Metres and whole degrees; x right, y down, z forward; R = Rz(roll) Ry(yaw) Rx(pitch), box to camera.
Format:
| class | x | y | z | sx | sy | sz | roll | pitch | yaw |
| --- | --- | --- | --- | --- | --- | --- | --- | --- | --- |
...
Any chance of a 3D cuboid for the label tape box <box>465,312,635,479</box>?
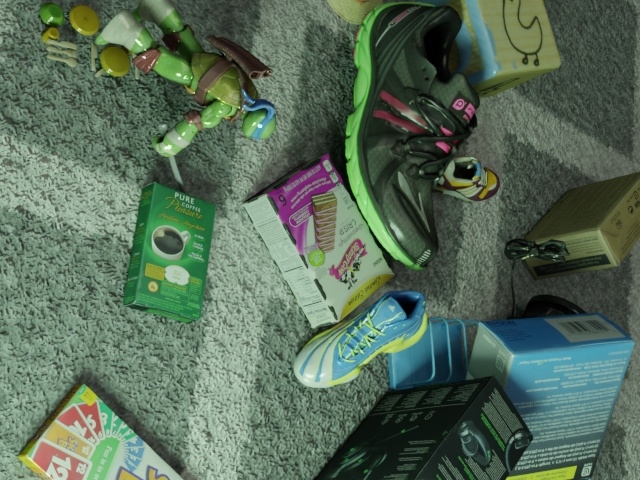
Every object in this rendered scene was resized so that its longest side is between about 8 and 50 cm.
| class | x | y | z | sx | sy | sz | roll | pitch | yaw |
| --- | --- | --- | --- | --- | --- | --- | --- | --- | --- |
| label tape box | 0.355 | 0.300 | 1.798 | 0.249 | 0.115 | 0.347 | -3 | 118 | -26 |

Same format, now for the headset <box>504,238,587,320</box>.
| class | x | y | z | sx | sy | sz | roll | pitch | yaw |
| --- | --- | --- | --- | --- | --- | --- | --- | --- | --- |
| headset | 0.408 | 0.182 | 1.924 | 0.243 | 0.185 | 0.394 | -30 | 109 | -40 |

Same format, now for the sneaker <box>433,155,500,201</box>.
| class | x | y | z | sx | sy | sz | roll | pitch | yaw |
| --- | --- | --- | --- | --- | --- | --- | --- | --- | --- |
| sneaker | 0.278 | -0.114 | 1.965 | 0.185 | 0.084 | 0.069 | 2 | 76 | -39 |

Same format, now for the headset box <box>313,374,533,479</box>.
| class | x | y | z | sx | sy | sz | roll | pitch | yaw |
| --- | --- | --- | --- | --- | --- | --- | --- | --- | --- |
| headset box | 0.138 | 0.351 | 1.616 | 0.283 | 0.246 | 0.131 | -44 | 106 | -39 |

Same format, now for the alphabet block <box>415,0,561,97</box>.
| class | x | y | z | sx | sy | sz | roll | pitch | yaw |
| --- | --- | --- | --- | --- | --- | --- | --- | --- | --- |
| alphabet block | 0.290 | -0.369 | 1.975 | 0.197 | 0.193 | 0.192 | -15 | 90 | -41 |

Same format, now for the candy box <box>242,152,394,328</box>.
| class | x | y | z | sx | sy | sz | roll | pitch | yaw |
| --- | --- | --- | --- | --- | --- | --- | --- | --- | --- |
| candy box | 0.000 | 0.000 | 1.715 | 0.159 | 0.071 | 0.233 | -37 | 103 | -40 |

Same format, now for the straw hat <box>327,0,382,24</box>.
| class | x | y | z | sx | sy | sz | roll | pitch | yaw |
| --- | --- | --- | --- | --- | --- | --- | --- | --- | --- |
| straw hat | 0.076 | -0.458 | 1.909 | 0.144 | 0.061 | 0.144 | 11 | 72 | -37 |

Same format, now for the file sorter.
| class | x | y | z | sx | sy | sz | roll | pitch | yaw |
| --- | --- | --- | --- | --- | --- | --- | --- | --- | --- |
| file sorter | 0.210 | 0.190 | 1.813 | 0.170 | 0.104 | 0.118 | 7 | 73 | -37 |

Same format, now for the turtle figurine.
| class | x | y | z | sx | sy | sz | roll | pitch | yaw |
| --- | --- | --- | --- | --- | --- | --- | --- | --- | --- |
| turtle figurine | -0.201 | -0.214 | 1.570 | 0.266 | 0.275 | 0.198 | 46 | 76 | -5 |

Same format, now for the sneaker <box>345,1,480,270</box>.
| class | x | y | z | sx | sy | sz | roll | pitch | yaw |
| --- | --- | --- | --- | --- | --- | --- | --- | --- | --- |
| sneaker | 0.162 | -0.190 | 1.796 | 0.185 | 0.202 | 0.482 | 25 | 62 | -59 |

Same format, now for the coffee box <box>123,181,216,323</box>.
| class | x | y | z | sx | sy | sz | roll | pitch | yaw |
| --- | --- | --- | --- | --- | --- | --- | --- | --- | --- |
| coffee box | -0.216 | 0.018 | 1.553 | 0.113 | 0.040 | 0.184 | 19 | 67 | -35 |

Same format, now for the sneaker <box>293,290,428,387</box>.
| class | x | y | z | sx | sy | sz | roll | pitch | yaw |
| --- | --- | --- | --- | --- | --- | --- | --- | --- | --- |
| sneaker | 0.066 | 0.138 | 1.666 | 0.240 | 0.126 | 0.091 | -25 | 61 | -26 |

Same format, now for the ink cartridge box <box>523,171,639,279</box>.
| class | x | y | z | sx | sy | sz | roll | pitch | yaw |
| --- | --- | --- | --- | --- | --- | --- | --- | --- | --- |
| ink cartridge box | 0.523 | -0.029 | 2.070 | 0.235 | 0.193 | 0.088 | -41 | 107 | -38 |

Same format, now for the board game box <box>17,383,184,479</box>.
| class | x | y | z | sx | sy | sz | roll | pitch | yaw |
| --- | --- | --- | --- | --- | --- | --- | --- | --- | --- |
| board game box | -0.269 | 0.324 | 1.433 | 0.259 | 0.039 | 0.124 | 50 | 53 | -21 |

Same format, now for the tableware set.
| class | x | y | z | sx | sy | sz | roll | pitch | yaw |
| --- | --- | --- | --- | --- | --- | --- | --- | --- | --- |
| tableware set | -0.333 | -0.289 | 1.556 | 0.154 | 0.024 | 0.104 | 7 | 70 | -37 |
